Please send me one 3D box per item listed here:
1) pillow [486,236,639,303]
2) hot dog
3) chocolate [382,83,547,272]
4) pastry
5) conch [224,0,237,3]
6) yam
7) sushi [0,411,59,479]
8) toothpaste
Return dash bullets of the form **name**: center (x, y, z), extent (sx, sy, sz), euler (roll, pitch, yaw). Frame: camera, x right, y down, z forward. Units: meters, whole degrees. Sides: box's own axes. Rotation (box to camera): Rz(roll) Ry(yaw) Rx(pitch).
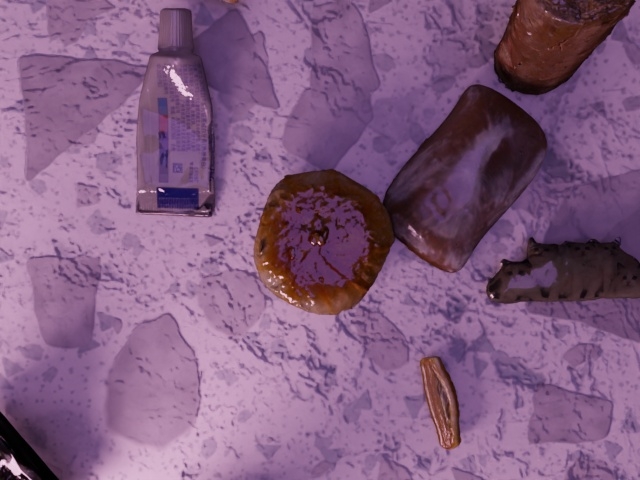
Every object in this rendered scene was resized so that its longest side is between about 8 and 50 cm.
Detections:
- **pillow**: center (0.353, 0.040, 0.972), extent (0.241, 0.051, 0.093), euler (-1, 96, -1)
- **hot dog**: center (0.175, 0.230, 0.982), extent (0.044, 0.028, 0.137), euler (-16, 89, 25)
- **chocolate**: center (0.204, -0.086, 0.950), extent (0.157, 0.080, 0.254), euler (39, 90, -2)
- **pastry**: center (0.000, 0.000, 0.940), extent (0.182, 0.093, 0.192), euler (27, 92, 0)
- **conch**: center (-0.208, -0.417, 0.927), extent (0.255, 0.127, 0.158), euler (48, 59, -23)
- **yam**: center (0.305, -0.281, 0.878), extent (0.128, 0.238, 0.129), euler (6, 84, 4)
- **sushi**: center (-0.435, 0.346, 0.906), extent (0.150, 0.153, 0.172), euler (-41, 113, -20)
- **toothpaste**: center (-0.198, -0.173, 0.951), extent (0.099, 0.068, 0.283), euler (8, 102, 28)
